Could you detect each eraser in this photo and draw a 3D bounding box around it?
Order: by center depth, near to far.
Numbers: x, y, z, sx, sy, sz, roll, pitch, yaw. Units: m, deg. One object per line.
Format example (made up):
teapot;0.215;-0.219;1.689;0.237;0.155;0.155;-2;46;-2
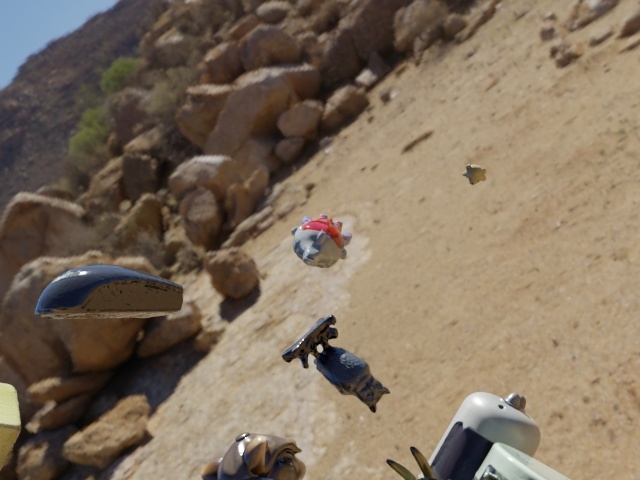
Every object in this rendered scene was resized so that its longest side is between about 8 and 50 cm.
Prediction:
eraser;-0.567;0.339;1.406;0.172;0.058;0.117;-58;38;17

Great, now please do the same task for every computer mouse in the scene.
computer mouse;-0.401;0.096;1.577;0.269;0.100;0.170;3;-8;-39

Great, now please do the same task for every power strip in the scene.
power strip;0.447;0.554;1.669;0.161;0.357;0.357;-60;11;-1

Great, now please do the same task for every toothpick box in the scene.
toothpick box;0.396;0.504;1.991;0.316;0.229;0.229;-61;10;1

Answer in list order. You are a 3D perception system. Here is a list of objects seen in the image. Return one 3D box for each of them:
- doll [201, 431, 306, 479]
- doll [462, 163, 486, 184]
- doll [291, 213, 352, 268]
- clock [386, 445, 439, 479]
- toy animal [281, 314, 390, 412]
doll;-0.077;0.521;1.541;0.209;0.340;0.318;3;-39;-34
doll;0.389;-0.168;2.100;0.093;0.061;0.051;-55;-20;-74
doll;0.000;0.000;1.420;0.227;0.102;0.075;-67;-2;-69
clock;0.160;0.428;1.240;0.069;0.232;0.170;-4;-25;-24
toy animal;0.035;0.264;1.662;0.121;0.210;0.117;-41;-8;-24
